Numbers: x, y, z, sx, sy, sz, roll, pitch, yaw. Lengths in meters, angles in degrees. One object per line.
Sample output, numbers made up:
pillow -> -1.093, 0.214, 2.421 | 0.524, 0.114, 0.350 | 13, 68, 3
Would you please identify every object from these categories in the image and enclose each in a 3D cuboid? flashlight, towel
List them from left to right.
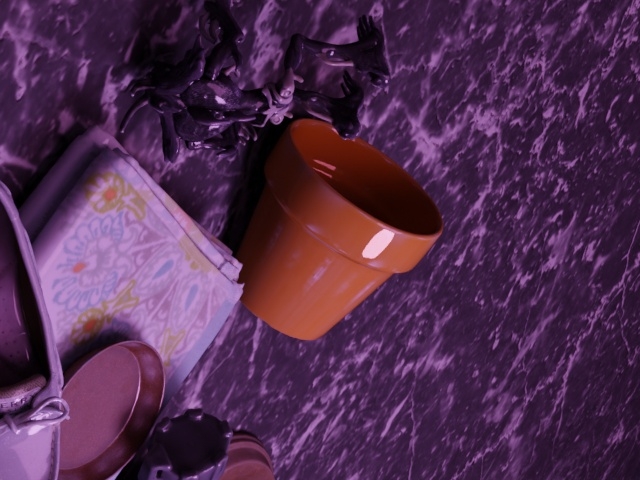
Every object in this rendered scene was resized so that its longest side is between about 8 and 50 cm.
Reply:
towel -> -0.253, 0.102, 1.913 | 0.374, 0.090, 0.320 | -55, 147, -10
flashlight -> -0.151, 0.265, 2.084 | 0.304, 0.103, 0.103 | 116, -9, -61

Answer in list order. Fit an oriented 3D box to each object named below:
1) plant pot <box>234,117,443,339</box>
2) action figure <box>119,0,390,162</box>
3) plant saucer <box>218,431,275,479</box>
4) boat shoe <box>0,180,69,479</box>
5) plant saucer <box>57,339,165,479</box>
plant pot -> 0.000, 0.000, 2.124 | 0.205, 0.205, 0.188 | -1, 132, -57
action figure -> -0.079, -0.161, 1.909 | 0.275, 0.141, 0.164 | -4, 130, -26
plant saucer -> -0.144, 0.365, 2.348 | 0.278, 0.041, 0.278 | -38, 144, -35
boat shoe -> -0.290, 0.095, 1.707 | 0.118, 0.103, 0.320 | -8, 99, -22
plant saucer -> -0.222, 0.169, 1.898 | 0.168, 0.029, 0.168 | -36, 141, -36
